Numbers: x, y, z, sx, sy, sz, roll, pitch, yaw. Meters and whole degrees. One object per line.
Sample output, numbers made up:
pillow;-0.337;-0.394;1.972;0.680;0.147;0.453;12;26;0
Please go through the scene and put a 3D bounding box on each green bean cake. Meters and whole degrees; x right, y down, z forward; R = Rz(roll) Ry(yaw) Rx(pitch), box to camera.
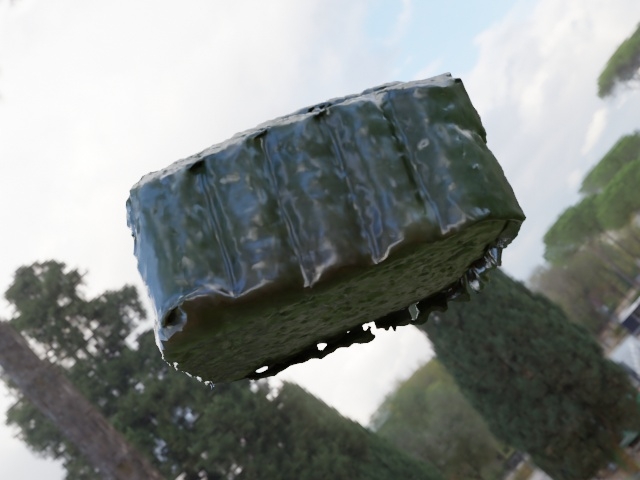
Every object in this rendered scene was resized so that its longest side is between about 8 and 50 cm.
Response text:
green bean cake;0.000;0.000;0.481;0.173;0.094;0.181;-20;-16;-2
